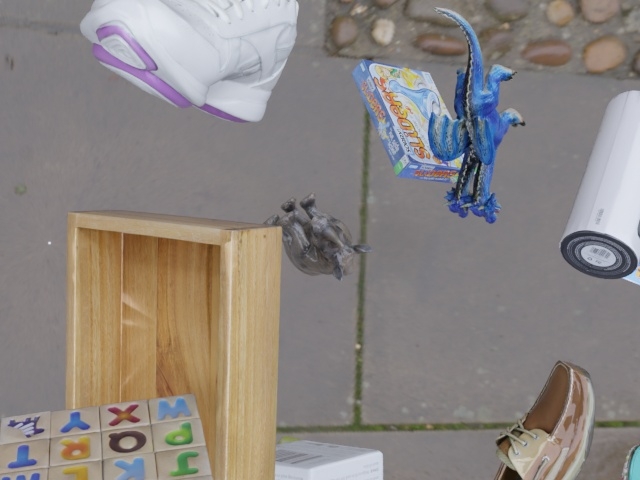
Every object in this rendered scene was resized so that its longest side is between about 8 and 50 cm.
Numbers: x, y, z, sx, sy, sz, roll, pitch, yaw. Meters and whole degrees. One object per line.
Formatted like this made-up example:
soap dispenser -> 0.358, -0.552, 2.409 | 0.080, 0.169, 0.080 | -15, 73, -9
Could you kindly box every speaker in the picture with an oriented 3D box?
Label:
speaker -> 0.214, -0.042, 0.724 | 0.055, 0.055, 0.136 | 34, 59, -12

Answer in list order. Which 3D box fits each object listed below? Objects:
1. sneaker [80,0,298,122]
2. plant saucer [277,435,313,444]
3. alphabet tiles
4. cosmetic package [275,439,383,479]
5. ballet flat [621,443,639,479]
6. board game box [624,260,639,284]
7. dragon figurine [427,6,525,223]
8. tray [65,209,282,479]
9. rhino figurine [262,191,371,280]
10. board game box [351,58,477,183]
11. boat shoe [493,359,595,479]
sneaker -> -0.096, -0.186, 0.842 | 0.114, 0.305, 0.152 | 32, 99, 9
plant saucer -> -0.031, 0.426, 1.712 | 0.045, 0.188, 0.188 | 51, 54, -48
alphabet tiles -> -0.200, 0.180, 0.747 | 0.237, 0.198, 0.009 | -6, 114, -11
cosmetic package -> -0.018, 0.371, 1.337 | 0.151, 0.151, 0.183 | 0, 89, -50
ballet flat -> 0.537, 0.459, 1.677 | 0.091, 0.077, 0.240 | 11, 52, -14
board game box -> 0.654, 0.075, 1.957 | 0.212, 0.160, 0.039 | 22, 100, 5
dragon figurine -> 0.191, -0.147, 1.286 | 0.144, 0.085, 0.289 | -61, 147, -31
tray -> -0.137, 0.184, 0.910 | 0.076, 0.203, 0.410 | -4, 99, -53
rhino figurine -> 0.000, 0.000, 1.238 | 0.073, 0.243, 0.106 | -39, 99, -10
board game box -> 0.138, -0.175, 1.498 | 0.136, 0.035, 0.201 | 3, 53, -37
boat shoe -> 0.347, 0.352, 1.646 | 0.120, 0.122, 0.323 | 14, 96, -14
